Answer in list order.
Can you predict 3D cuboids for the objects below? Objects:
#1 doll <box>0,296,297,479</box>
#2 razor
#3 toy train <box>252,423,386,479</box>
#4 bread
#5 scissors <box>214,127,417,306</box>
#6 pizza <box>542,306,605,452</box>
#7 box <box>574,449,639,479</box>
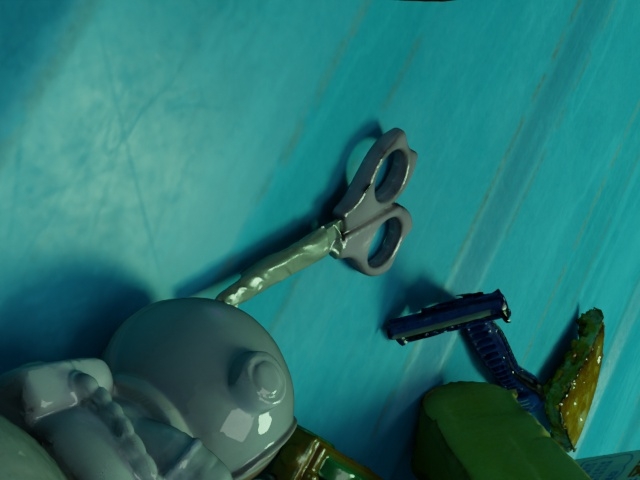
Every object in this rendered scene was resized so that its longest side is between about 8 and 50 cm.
[{"bbox_3d":[-0.111,0.104,0.392,0.287,0.151,0.151,-27,127,-53],"label":"doll"},{"bbox_3d":[0.156,0.100,0.820,0.324,0.093,0.056,42,36,-57],"label":"razor"},{"bbox_3d":[0.023,0.199,0.609,0.091,0.136,0.228,-61,146,-13],"label":"toy train"},{"bbox_3d":[0.144,0.201,0.706,0.102,0.245,0.094,-3,109,-14],"label":"bread"},{"bbox_3d":[0.001,0.000,0.582,0.212,0.021,0.110,-29,131,-44],"label":"scissors"},{"bbox_3d":[0.282,0.171,1.031,0.131,0.041,0.178,-27,127,-48],"label":"pizza"},{"bbox_3d":[0.189,0.282,0.789,0.273,0.265,0.048,-33,93,-40],"label":"box"}]
